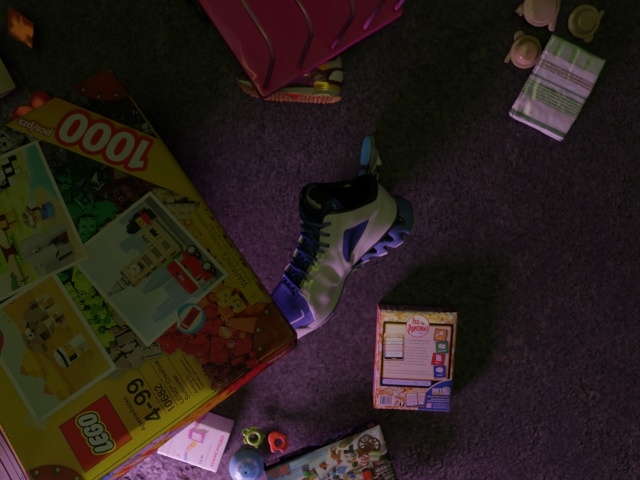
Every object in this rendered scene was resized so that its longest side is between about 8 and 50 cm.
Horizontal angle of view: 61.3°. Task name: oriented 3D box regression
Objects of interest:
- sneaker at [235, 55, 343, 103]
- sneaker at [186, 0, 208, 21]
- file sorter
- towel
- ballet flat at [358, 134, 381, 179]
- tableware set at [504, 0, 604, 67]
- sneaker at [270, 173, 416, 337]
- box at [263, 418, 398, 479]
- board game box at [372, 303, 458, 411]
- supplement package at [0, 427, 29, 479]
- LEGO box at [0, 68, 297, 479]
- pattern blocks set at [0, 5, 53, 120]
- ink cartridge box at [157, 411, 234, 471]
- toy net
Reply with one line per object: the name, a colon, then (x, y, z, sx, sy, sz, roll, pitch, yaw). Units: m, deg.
sneaker: (-0.052, -0.290, 0.941, 0.185, 0.069, 0.084, 5, 90, -6)
sneaker: (-0.165, -0.400, 0.926, 0.152, 0.058, 0.085, 35, 100, -7)
file sorter: (-0.017, -0.397, 0.821, 0.290, 0.182, 0.202, -34, 94, -11)
towel: (0.413, -0.265, 0.947, 0.113, 0.023, 0.152, 23, 103, -9)
ballet flat: (0.089, -0.131, 0.976, 0.041, 0.041, 0.114, 10, 99, -1)
tableware set: (0.409, -0.353, 0.942, 0.168, 0.020, 0.141, 19, 104, -5)
sneaker: (0.001, -0.001, 0.912, 0.315, 0.127, 0.182, -45, 134, 1)
box: (0.027, 0.461, 1.025, 0.233, 0.044, 0.159, -20, 88, -8)
board game box: (0.176, 0.221, 1.019, 0.146, 0.045, 0.194, 3, 98, 1)
supplement package: (-0.618, 0.433, 0.938, 0.177, 0.293, 0.175, -22, 98, 4)
LEGO box: (-0.324, 0.059, 0.813, 0.372, 0.193, 0.500, -35, 78, -12)
pattern blocks set: (-0.623, -0.307, 0.921, 0.285, 0.026, 0.325, -18, 106, -11)
ink cartridge box: (-0.239, 0.379, 1.046, 0.122, 0.052, 0.089, 19, 98, -3)
toy net: (-0.058, 0.447, 1.062, 0.232, 0.045, 0.122, 21, 83, -5)
